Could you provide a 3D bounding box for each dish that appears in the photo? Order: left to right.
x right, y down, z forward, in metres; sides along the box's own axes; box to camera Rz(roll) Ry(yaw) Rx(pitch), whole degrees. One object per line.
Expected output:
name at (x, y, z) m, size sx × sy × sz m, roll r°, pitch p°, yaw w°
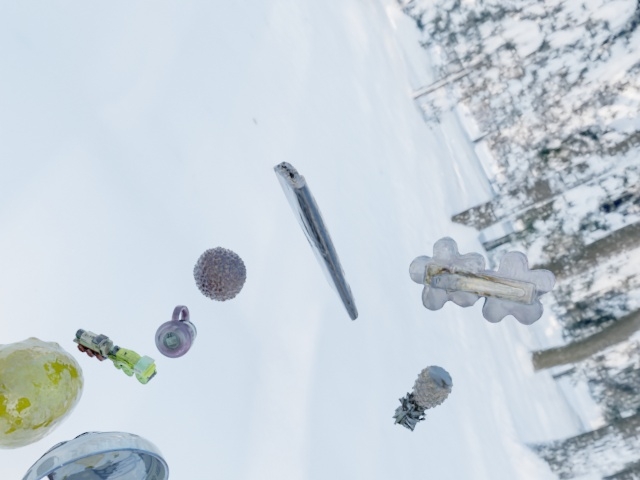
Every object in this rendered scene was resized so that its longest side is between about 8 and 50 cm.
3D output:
dish at (-0.440, 0.431, 1.182) m, size 0.273 × 0.273 × 0.134 m, roll 42°, pitch 9°, yaw -47°

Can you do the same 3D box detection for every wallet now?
wallet at (0.000, 0.000, 1.238) m, size 0.321 × 0.044 × 0.170 m, roll 65°, pitch -7°, yaw -29°

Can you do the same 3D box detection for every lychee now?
lychee at (-0.336, 0.106, 2.035) m, size 0.188 × 0.188 × 0.188 m, roll 52°, pitch 22°, yaw -31°

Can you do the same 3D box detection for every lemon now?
lemon at (-0.758, 0.387, 1.591) m, size 0.316 × 0.285 × 0.285 m, roll -11°, pitch 72°, yaw -33°

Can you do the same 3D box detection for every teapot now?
teapot at (-0.445, 0.282, 1.928) m, size 0.146 × 0.116 × 0.148 m, roll -22°, pitch 89°, yaw -84°

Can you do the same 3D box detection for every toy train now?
toy train at (-0.523, 0.287, 1.574) m, size 0.053 × 0.250 × 0.085 m, roll -50°, pitch 152°, yaw -42°

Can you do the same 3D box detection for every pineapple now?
pineapple at (0.192, 0.310, 1.198) m, size 0.074 × 0.159 × 0.074 m, roll 19°, pitch 35°, yaw -14°

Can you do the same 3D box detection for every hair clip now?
hair clip at (0.291, 0.076, 1.138) m, size 0.075 × 0.257 × 0.146 m, roll -65°, pitch 164°, yaw -80°
